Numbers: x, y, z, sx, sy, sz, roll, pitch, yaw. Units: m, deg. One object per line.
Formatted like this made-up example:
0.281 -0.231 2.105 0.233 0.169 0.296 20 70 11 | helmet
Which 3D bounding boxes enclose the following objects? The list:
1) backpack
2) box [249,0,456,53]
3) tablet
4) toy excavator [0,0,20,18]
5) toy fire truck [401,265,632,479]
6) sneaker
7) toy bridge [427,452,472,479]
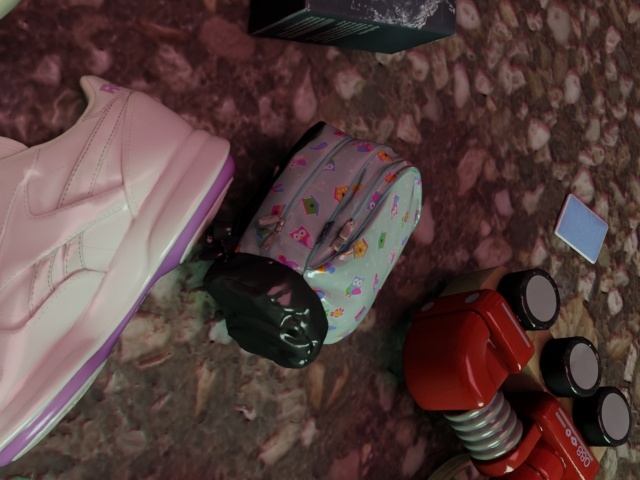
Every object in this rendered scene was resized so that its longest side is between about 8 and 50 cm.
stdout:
0.000 0.000 0.543 0.115 0.152 0.182 26 64 14 | backpack
0.028 -0.251 0.588 0.158 0.093 0.155 -3 94 -33 | box
0.312 -0.014 0.828 0.083 0.006 0.054 31 76 -29 | tablet
-0.343 -0.326 0.273 0.446 0.222 0.432 -3 93 -34 | toy excavator
0.136 0.176 0.644 0.246 0.159 0.217 -42 104 -35 | toy fire truck
-0.194 0.024 0.470 0.152 0.114 0.305 36 74 -7 | sneaker
0.145 0.260 0.723 0.188 0.026 0.063 -27 105 -29 | toy bridge
